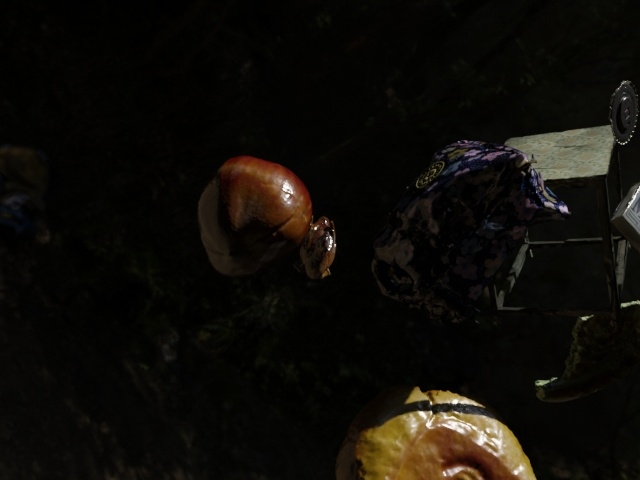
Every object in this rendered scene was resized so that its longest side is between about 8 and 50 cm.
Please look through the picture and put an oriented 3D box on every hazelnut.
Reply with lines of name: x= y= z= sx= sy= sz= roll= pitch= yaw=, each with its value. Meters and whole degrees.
hazelnut: x=-0.129 y=-0.031 z=1.218 sx=0.229 sy=0.229 sz=0.229 roll=58 pitch=-2 yaw=4

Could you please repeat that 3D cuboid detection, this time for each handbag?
handbag: x=0.145 y=-0.014 z=0.734 sx=0.127 sy=0.208 sz=0.229 roll=41 pitch=7 yaw=-16

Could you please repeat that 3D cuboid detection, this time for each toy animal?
toy animal: x=0.000 y=0.000 z=1.471 sx=0.179 sy=0.089 sz=0.188 roll=110 pitch=-9 yaw=-57

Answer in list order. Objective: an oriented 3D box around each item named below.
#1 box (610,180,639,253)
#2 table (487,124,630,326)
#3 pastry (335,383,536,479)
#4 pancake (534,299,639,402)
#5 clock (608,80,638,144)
box: x=0.579 y=-0.006 z=1.118 sx=0.177 sy=0.115 sz=0.036 roll=48 pitch=-35 yaw=-2
table: x=0.447 y=-0.034 z=1.234 sx=0.335 sy=0.222 sz=0.272 roll=-41 pitch=121 yaw=-54
pastry: x=0.187 y=0.407 z=1.063 sx=0.356 sy=0.356 sz=0.164 roll=58 pitch=-28 yaw=15
pancake: x=0.619 y=0.228 z=1.407 sx=0.197 sy=0.376 sz=0.054 roll=37 pitch=14 yaw=-18
clock: x=0.401 y=-0.167 z=0.865 sx=0.010 sy=0.074 sz=0.083 roll=14 pitch=-39 yaw=48
